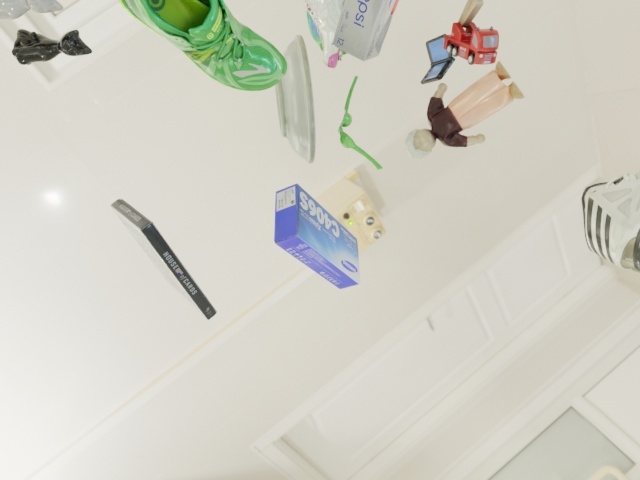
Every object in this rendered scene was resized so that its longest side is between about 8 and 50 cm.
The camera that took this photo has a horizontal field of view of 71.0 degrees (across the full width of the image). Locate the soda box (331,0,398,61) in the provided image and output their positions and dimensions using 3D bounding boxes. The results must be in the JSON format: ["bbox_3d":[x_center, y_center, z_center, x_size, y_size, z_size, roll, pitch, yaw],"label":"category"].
[{"bbox_3d":[0.125,-0.563,1.007,0.098,0.091,0.286,32,131,14],"label":"soda box"}]

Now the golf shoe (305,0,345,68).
[{"bbox_3d":[0.013,-0.634,1.254,0.115,0.140,0.306,116,158,-86],"label":"golf shoe"}]

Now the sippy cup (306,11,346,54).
[{"bbox_3d":[0.089,-0.838,1.611,0.305,0.224,0.240,162,97,-72],"label":"sippy cup"}]

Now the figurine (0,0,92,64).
[{"bbox_3d":[-0.768,-0.588,1.218,0.215,0.209,0.092,74,-162,-58],"label":"figurine"}]

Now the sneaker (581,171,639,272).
[{"bbox_3d":[0.713,-0.150,0.944,0.169,0.448,0.257,25,-173,-28],"label":"sneaker"}]

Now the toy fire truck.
[{"bbox_3d":[0.291,-0.435,0.885,0.192,0.047,0.135,-114,18,-52],"label":"toy fire truck"}]

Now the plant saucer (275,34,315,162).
[{"bbox_3d":[-0.091,-0.448,1.464,0.400,0.100,0.401,173,90,-85],"label":"plant saucer"}]

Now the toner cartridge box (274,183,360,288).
[{"bbox_3d":[0.000,0.000,1.282,0.348,0.075,0.165,39,-138,-48],"label":"toner cartridge box"}]

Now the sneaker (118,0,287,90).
[{"bbox_3d":[-0.176,-0.325,0.715,0.295,0.109,0.123,21,-169,-37],"label":"sneaker"}]

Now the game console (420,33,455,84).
[{"bbox_3d":[0.331,-0.528,1.318,0.071,0.107,0.122,34,-178,-19],"label":"game console"}]

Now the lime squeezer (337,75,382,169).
[{"bbox_3d":[0.106,-0.367,1.439,0.059,0.110,0.310,-12,-93,-76],"label":"lime squeezer"}]

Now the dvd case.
[{"bbox_3d":[-0.306,0.037,0.880,0.179,0.029,0.239,25,148,46],"label":"dvd case"}]

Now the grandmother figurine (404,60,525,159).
[{"bbox_3d":[0.385,-0.355,1.283,0.104,0.342,0.208,1,-121,-54],"label":"grandmother figurine"}]
